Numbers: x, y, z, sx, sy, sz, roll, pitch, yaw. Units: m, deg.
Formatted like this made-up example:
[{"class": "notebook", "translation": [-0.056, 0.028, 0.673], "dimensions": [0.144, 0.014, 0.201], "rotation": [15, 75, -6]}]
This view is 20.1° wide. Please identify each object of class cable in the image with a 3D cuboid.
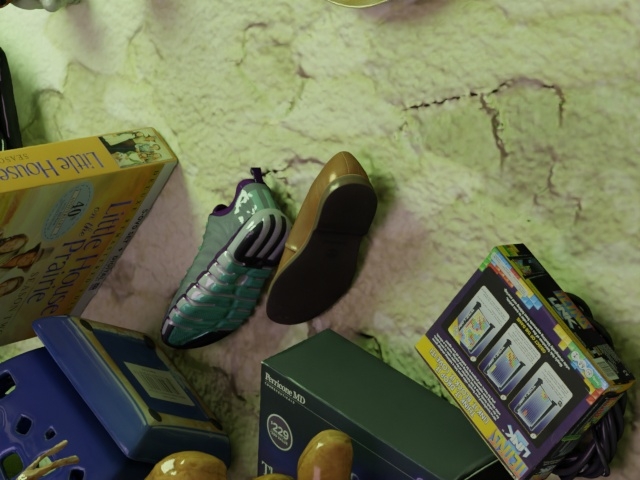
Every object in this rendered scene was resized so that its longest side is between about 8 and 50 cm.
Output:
[{"class": "cable", "translation": [0.221, 0.135, 1.661], "dimensions": [0.150, 0.047, 0.184], "rotation": [-51, 60, 31]}]

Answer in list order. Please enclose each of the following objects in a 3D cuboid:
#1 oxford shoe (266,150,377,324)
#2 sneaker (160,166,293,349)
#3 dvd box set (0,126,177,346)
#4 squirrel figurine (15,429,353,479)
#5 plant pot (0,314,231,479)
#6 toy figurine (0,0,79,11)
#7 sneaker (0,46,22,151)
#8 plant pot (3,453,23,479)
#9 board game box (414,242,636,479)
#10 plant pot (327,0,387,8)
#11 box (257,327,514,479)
[{"class": "oxford shoe", "translation": [0.000, 0.000, 1.841], "dimensions": [0.076, 0.076, 0.212], "rotation": [-104, 34, -47]}, {"class": "sneaker", "translation": [-0.105, 0.023, 1.942], "dimensions": [0.223, 0.083, 0.098], "rotation": [-48, 44, 33]}, {"class": "dvd box set", "translation": [-0.381, 0.024, 1.952], "dimensions": [0.062, 0.420, 0.307], "rotation": [52, 128, 20]}, {"class": "squirrel figurine", "translation": [-0.179, 0.341, 1.689], "dimensions": [0.397, 0.370, 0.281], "rotation": [113, 161, -61]}, {"class": "plant pot", "translation": [-0.250, 0.222, 1.983], "dimensions": [0.212, 0.236, 0.236], "rotation": [-48, 62, 12]}, {"class": "toy figurine", "translation": [-0.315, -0.364, 2.009], "dimensions": [0.209, 0.148, 0.213], "rotation": [-19, 84, 44]}, {"class": "sneaker", "translation": [-0.515, -0.069, 2.155], "dimensions": [0.257, 0.169, 0.447], "rotation": [34, 100, 45]}, {"class": "plant pot", "translation": [-0.521, 0.289, 2.220], "dimensions": [0.366, 0.366, 0.353], "rotation": [-50, 51, 37]}, {"class": "board game box", "translation": [0.182, 0.111, 1.631], "dimensions": [0.170, 0.048, 0.141], "rotation": [53, 126, 25]}, {"class": "plant pot", "translation": [0.043, -0.344, 1.750], "dimensions": [0.236, 0.032, 0.236], "rotation": [9, 103, 42]}, {"class": "box", "translation": [0.059, 0.230, 1.764], "dimensions": [0.261, 0.103, 0.184], "rotation": [30, 127, 37]}]
